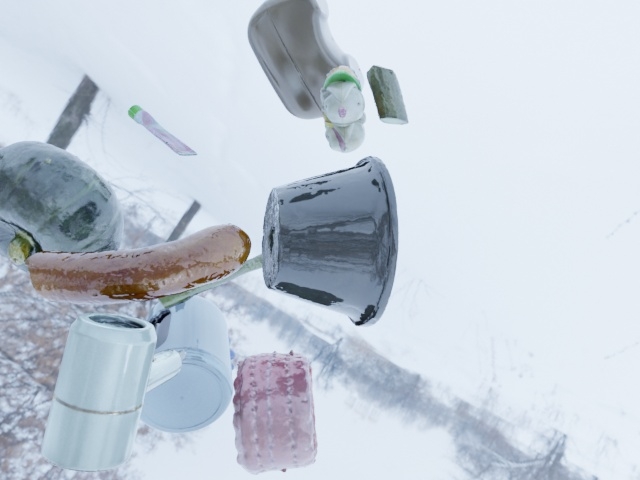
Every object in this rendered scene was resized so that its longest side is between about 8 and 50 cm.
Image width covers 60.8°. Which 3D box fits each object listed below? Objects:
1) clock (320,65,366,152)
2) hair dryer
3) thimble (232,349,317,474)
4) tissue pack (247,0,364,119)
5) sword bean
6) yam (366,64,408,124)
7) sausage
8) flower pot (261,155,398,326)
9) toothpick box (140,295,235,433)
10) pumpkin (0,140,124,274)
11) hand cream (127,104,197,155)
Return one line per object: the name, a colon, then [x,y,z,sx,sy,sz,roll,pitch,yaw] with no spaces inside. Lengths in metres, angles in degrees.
clock: [0.053,-0.290,1.247,0.104,0.144,0.231,-2,148,8]
hair dryer: [-0.261,0.186,0.801,0.108,0.172,0.357,14,179,4]
thimble: [-0.071,0.281,0.886,0.125,0.162,0.189,-5,-150,-1]
tissue pack: [-0.057,-0.574,1.701,0.387,0.277,0.267,58,-162,-21]
sword bean: [-0.224,0.084,1.198,0.038,0.270,0.043,68,163,-1]
yam: [0.156,-0.333,1.259,0.070,0.070,0.146,168,86,-78]
sausage: [-0.245,0.037,0.750,0.102,0.303,0.076,-102,6,-50]
flower pot: [0.000,0.000,0.837,0.167,0.268,0.269,2,177,-12]
toothpick box: [-0.338,0.290,1.402,0.263,0.263,0.354,34,-166,-24]
pumpkin: [-0.538,-0.047,1.065,0.301,0.207,0.300,19,139,18]
hand cream: [-0.513,-0.348,1.759,0.275,0.079,0.050,39,141,19]
